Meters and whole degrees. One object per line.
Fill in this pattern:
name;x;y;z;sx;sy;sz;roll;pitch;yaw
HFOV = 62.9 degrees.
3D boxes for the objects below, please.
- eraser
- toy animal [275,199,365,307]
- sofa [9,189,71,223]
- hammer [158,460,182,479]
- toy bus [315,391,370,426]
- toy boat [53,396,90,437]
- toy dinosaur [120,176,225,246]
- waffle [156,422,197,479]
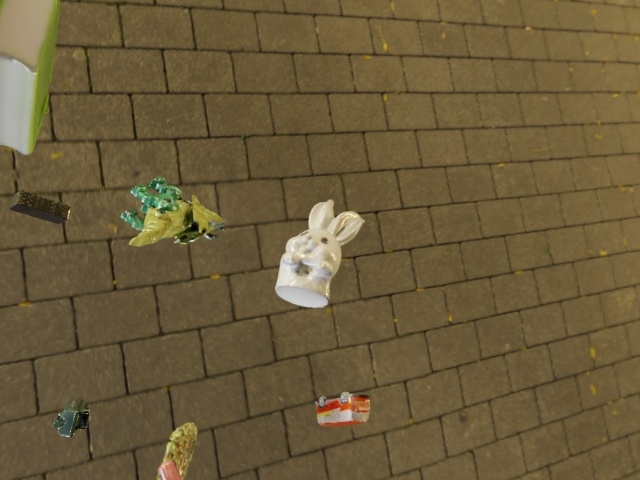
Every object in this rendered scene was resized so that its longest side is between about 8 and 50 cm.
eraser;-0.525;-0.308;0.924;0.092;0.274;0.210;13;65;-25
toy animal;0.001;0.002;0.946;0.103;0.131;0.221;11;64;21
sofa;-0.664;-0.078;1.243;0.118;0.060;0.039;23;61;-42
hammer;-0.307;0.501;1.084;0.043;0.043;0.083;-25;60;-24
toy bus;0.060;0.445;1.372;0.079;0.174;0.077;18;61;-30
toy boat;-0.505;0.356;1.077;0.060;0.141;0.055;13;85;-18
toy dinosaur;-0.282;-0.039;0.929;0.153;0.259;0.094;29;109;11
waffle;-0.336;0.523;1.233;0.036;0.169;0.184;13;79;9
